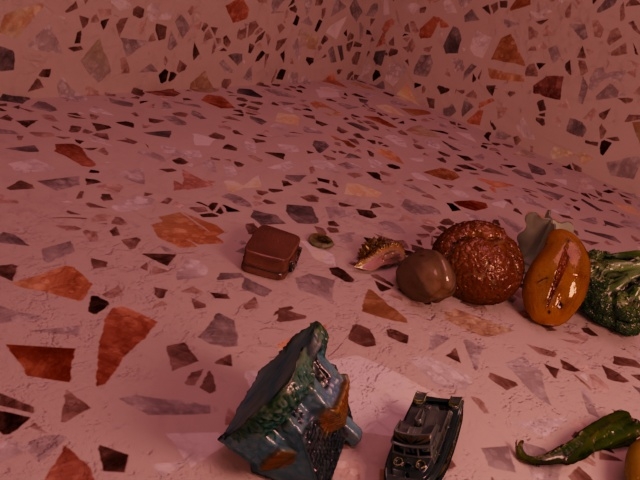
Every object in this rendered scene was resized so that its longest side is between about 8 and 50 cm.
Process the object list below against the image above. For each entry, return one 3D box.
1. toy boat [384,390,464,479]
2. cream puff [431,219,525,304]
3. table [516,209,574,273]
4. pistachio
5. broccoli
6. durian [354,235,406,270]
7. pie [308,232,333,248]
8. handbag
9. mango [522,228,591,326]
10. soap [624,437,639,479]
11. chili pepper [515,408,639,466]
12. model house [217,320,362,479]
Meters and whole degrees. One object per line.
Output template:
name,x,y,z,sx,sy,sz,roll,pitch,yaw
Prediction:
toy boat,0.197,0.397,1.287,0.114,0.122,0.296,-2,21,26
cream puff,0.482,0.053,1.997,0.302,0.212,0.303,14,30,-8
table,0.742,0.007,2.224,0.166,0.199,0.167,11,27,-6
pistachio,0.301,0.102,1.897,0.137,0.153,0.238,14,-5,-21
broccoli,0.891,0.140,2.000,0.265,0.245,0.295,29,43,-37
durian,0.173,0.034,2.025,0.140,0.079,0.224,29,29,27
pie,0.000,0.000,2.073,0.085,0.017,0.085,12,26,-6
handbag,-0.135,0.033,1.886,0.151,0.072,0.193,15,25,3
mango,0.689,0.107,1.926,0.177,0.295,0.120,16,-6,26
soap,0.752,0.543,1.288,0.305,0.115,0.427,16,26,13
chili pepper,0.585,0.439,1.463,0.358,0.076,0.085,-2,56,-31
model house,-0.017,0.334,1.239,0.241,0.226,0.261,45,29,-6
